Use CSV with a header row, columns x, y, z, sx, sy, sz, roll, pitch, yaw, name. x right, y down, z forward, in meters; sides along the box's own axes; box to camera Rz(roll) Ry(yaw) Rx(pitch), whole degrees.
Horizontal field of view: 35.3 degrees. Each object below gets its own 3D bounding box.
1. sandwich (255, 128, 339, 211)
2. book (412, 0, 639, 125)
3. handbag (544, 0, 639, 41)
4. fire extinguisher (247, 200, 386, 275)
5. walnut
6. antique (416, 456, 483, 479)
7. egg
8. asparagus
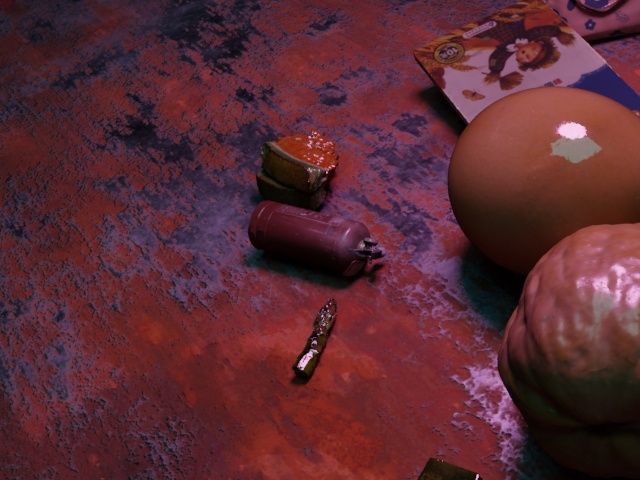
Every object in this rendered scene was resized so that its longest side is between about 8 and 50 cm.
x,y,z,sx,sy,sz,roll,pitch,yaw,name
-0.025,-0.131,1.938,0.160,0.109,0.185,-19,33,-33,sandwich
0.402,-0.296,1.940,0.300,0.039,0.428,-25,52,-7,book
0.586,-0.538,2.091,0.252,0.193,0.190,-10,44,11,handbag
0.000,0.000,1.768,0.269,0.104,0.105,15,50,33,fire extinguisher
0.387,0.129,1.311,0.306,0.306,0.344,-4,35,17,walnut
0.129,0.393,1.281,0.081,0.080,0.221,13,50,34,antique
0.367,-0.086,1.557,0.301,0.301,0.374,-35,29,-19,egg
-0.005,0.156,1.644,0.036,0.030,0.165,-7,40,30,asparagus
